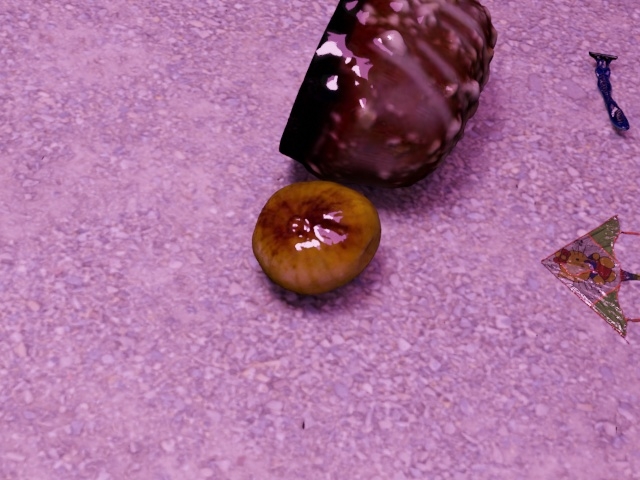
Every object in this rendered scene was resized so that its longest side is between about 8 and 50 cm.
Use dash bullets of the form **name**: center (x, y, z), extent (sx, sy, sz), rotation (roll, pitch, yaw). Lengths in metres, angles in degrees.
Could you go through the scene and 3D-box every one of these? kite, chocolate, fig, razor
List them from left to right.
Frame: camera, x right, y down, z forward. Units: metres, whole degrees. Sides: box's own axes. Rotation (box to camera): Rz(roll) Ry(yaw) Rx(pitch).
- **fig**: center (-0.002, -0.005, 1.174), extent (0.153, 0.121, 0.136), rotation (-8, 60, -16)
- **chocolate**: center (0.102, -0.203, 1.288), extent (0.210, 0.225, 0.340), rotation (25, 52, -1)
- **razor**: center (0.409, -0.205, 1.454), extent (0.044, 0.028, 0.154), rotation (6, 51, -11)
- **kite**: center (0.391, 0.045, 1.275), extent (0.244, 0.006, 0.198), rotation (7, 52, -4)
